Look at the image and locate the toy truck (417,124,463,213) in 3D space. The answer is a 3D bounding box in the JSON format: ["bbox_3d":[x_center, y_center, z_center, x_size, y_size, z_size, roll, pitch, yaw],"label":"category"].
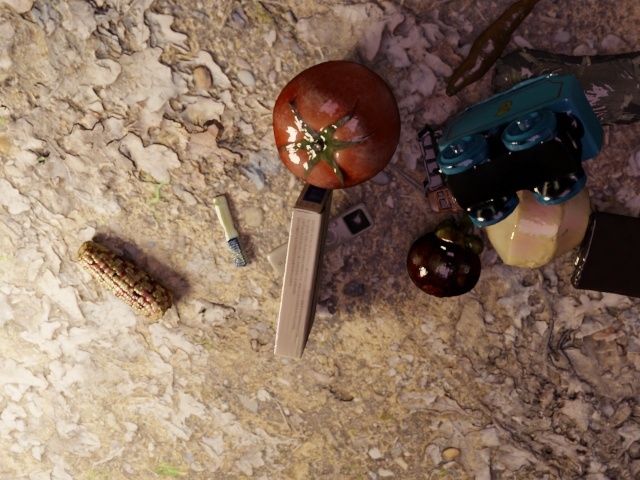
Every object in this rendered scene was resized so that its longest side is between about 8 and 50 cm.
[{"bbox_3d":[0.260,-0.153,1.928,0.092,0.083,0.192,-14,105,9],"label":"toy truck"}]

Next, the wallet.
[{"bbox_3d":[0.651,0.033,1.927,0.229,0.049,0.182,7,106,-24],"label":"wallet"}]

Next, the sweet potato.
[{"bbox_3d":[0.355,-0.406,1.848,0.067,0.067,0.274,40,102,-8],"label":"sweet potato"}]

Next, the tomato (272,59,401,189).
[{"bbox_3d":[0.038,-0.243,1.837,0.264,0.265,0.265,2,108,5],"label":"tomato"}]

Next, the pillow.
[{"bbox_3d":[0.523,-0.316,1.845,0.334,0.092,0.162,2,103,5],"label":"pillow"}]

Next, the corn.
[{"bbox_3d":[-0.456,0.091,2.072,0.253,0.086,0.086,37,107,-6],"label":"corn"}]

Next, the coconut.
[{"bbox_3d":[0.445,-0.054,1.877,0.236,0.237,0.197,1,143,5],"label":"coconut"}]

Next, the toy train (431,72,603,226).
[{"bbox_3d":[0.377,-0.179,1.745,0.300,0.265,0.188,-19,119,35],"label":"toy train"}]

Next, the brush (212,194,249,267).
[{"bbox_3d":[-0.208,-0.017,2.044,0.033,0.030,0.179,-13,107,19],"label":"brush"}]

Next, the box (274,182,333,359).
[{"bbox_3d":[-0.034,0.061,1.936,0.065,0.200,0.344,10,111,5],"label":"box"}]

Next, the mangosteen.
[{"bbox_3d":[0.271,0.037,1.943,0.172,0.172,0.184,5,128,3],"label":"mangosteen"}]

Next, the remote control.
[{"bbox_3d":[0.000,0.000,2.028,0.261,0.029,0.067,-28,104,13],"label":"remote control"}]
